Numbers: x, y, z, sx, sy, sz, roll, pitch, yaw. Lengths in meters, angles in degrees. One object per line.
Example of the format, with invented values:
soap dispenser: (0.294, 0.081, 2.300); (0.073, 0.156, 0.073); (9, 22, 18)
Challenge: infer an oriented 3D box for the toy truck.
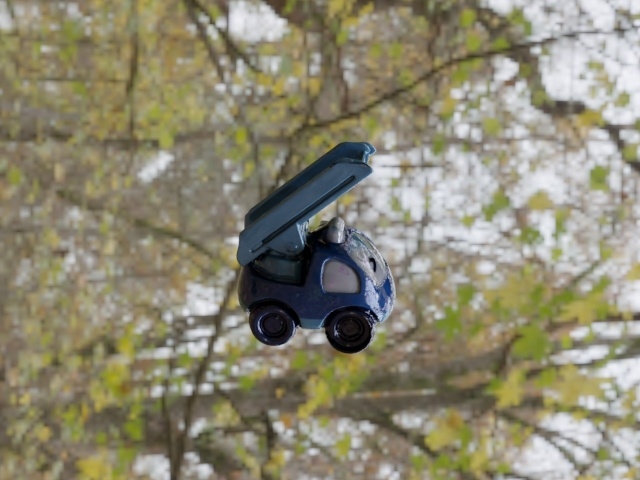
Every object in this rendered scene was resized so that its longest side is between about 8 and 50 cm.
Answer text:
toy truck: (0.000, 0.000, 0.624); (0.056, 0.073, 0.090); (-80, 176, -65)
